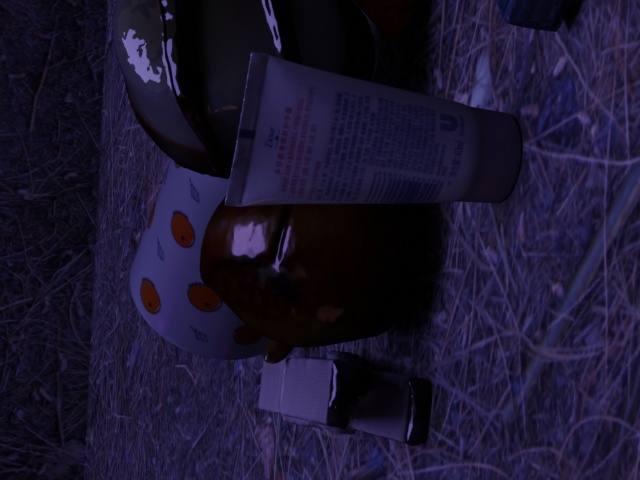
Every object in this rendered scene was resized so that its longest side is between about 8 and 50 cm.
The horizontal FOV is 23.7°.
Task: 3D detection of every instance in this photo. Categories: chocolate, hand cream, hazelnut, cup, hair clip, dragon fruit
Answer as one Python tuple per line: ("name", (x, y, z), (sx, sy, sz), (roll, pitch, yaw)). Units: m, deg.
("chocolate", (-0.092, -0.221, 1.570), (0.186, 0.283, 0.283), (65, -162, -59))
("hand cream", (0.044, -0.079, 1.306), (0.083, 0.248, 0.133), (-132, 52, -65))
("hazelnut", (0.000, 0.000, 1.527), (0.229, 0.229, 0.229), (-174, 90, -73))
("cup", (-0.086, -0.038, 1.776), (0.317, 0.212, 0.212), (114, 155, -44))
("hair clip", (0.015, 0.156, 1.593), (0.331, 0.101, 0.085), (179, 93, -75))
("dragon fruit", (0.051, -0.288, 1.580), (0.083, 0.106, 0.162), (-39, 33, 14))

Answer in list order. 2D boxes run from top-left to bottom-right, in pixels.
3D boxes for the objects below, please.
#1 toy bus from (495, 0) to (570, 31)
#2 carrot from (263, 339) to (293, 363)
("toy bus", (0.164, -0.240, 1.281), (0.166, 0.065, 0.047), (-105, 26, -46))
("carrot", (-0.013, 0.060, 1.659), (0.191, 0.047, 0.047), (-58, 5, -25))
